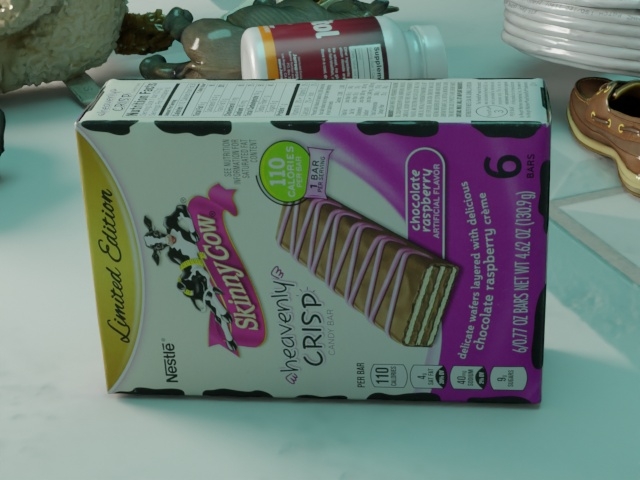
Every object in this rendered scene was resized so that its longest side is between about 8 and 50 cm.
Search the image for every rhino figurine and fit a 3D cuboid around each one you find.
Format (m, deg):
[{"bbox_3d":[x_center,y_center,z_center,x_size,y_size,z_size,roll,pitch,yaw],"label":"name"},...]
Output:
[{"bbox_3d":[-0.028,-0.175,1.150,0.243,0.073,0.106,-18,26,-31],"label":"rhino figurine"}]

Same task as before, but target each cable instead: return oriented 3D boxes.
[{"bbox_3d":[0.273,-0.185,1.081,0.257,0.089,0.257,15,19,30],"label":"cable"}]

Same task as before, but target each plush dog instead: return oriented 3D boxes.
[{"bbox_3d":[-0.235,-0.257,1.115,0.210,0.225,0.262,4,42,8],"label":"plush dog"}]

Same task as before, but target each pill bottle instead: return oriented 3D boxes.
[{"bbox_3d":[0.018,-0.130,1.039,0.152,0.086,0.086,-6,26,-9],"label":"pill bottle"}]

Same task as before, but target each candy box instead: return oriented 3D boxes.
[{"bbox_3d":[0.000,0.000,0.693,0.233,0.159,0.071,0,25,7],"label":"candy box"}]

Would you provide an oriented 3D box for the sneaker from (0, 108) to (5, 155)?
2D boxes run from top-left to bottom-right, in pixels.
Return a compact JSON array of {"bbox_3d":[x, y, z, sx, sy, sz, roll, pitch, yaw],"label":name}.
[{"bbox_3d":[-0.345,-0.105,1.022,0.130,0.109,0.286,-16,38,-39],"label":"sneaker"}]

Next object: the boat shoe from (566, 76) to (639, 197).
[{"bbox_3d":[0.228,-0.089,0.967,0.064,0.060,0.178,-6,26,-7],"label":"boat shoe"}]

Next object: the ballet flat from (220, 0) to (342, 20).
[{"bbox_3d":[-0.045,-0.213,1.249,0.168,0.052,0.057,-20,31,-31],"label":"ballet flat"}]
